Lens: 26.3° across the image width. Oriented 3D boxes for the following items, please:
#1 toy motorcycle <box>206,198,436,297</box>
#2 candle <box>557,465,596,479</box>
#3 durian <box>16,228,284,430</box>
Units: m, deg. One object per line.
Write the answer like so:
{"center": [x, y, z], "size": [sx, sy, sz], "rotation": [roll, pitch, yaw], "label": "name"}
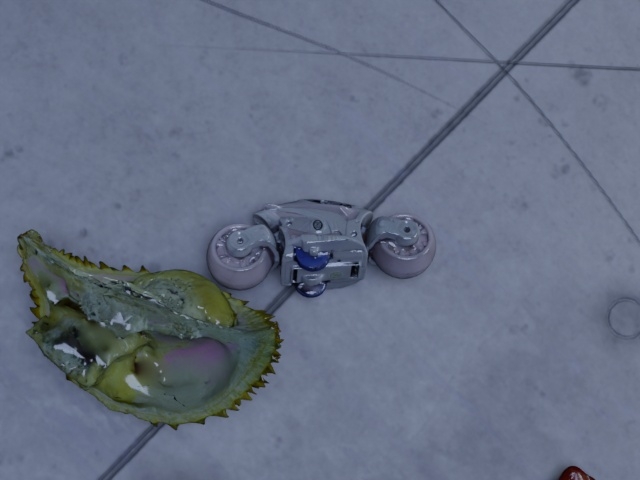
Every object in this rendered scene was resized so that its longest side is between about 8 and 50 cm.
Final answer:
{"center": [0.000, 0.000, 1.511], "size": [0.254, 0.112, 0.112], "rotation": [-4, 84, -6], "label": "toy motorcycle"}
{"center": [0.237, 0.409, 1.512], "size": [0.051, 0.048, 0.329], "rotation": [30, 78, -45], "label": "candle"}
{"center": [-0.190, 0.094, 1.435], "size": [0.306, 0.166, 0.172], "rotation": [27, 79, 6], "label": "durian"}
